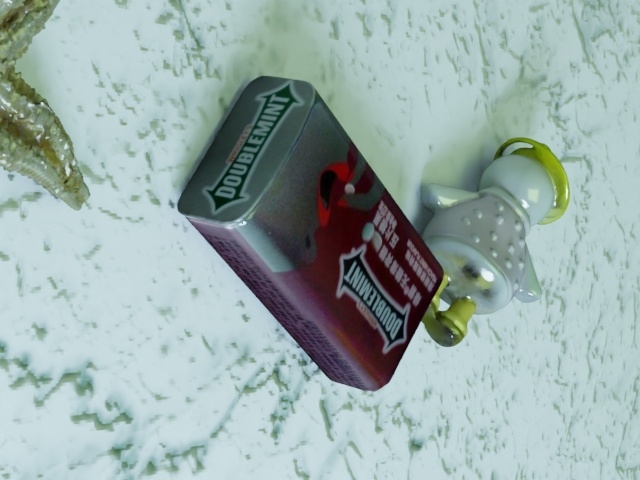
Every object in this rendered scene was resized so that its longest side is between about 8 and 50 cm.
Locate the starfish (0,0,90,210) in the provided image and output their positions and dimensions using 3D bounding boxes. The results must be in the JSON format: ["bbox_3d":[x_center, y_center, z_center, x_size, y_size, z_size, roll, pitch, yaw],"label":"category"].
[{"bbox_3d":[-0.177,-0.107,0.857,0.138,0.050,0.247,-28,131,-43],"label":"starfish"}]

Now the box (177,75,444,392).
[{"bbox_3d":[0.000,0.000,1.111,0.120,0.069,0.224,-60,140,-22],"label":"box"}]

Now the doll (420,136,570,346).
[{"bbox_3d":[0.134,-0.009,1.266,0.129,0.081,0.207,45,54,-11],"label":"doll"}]
